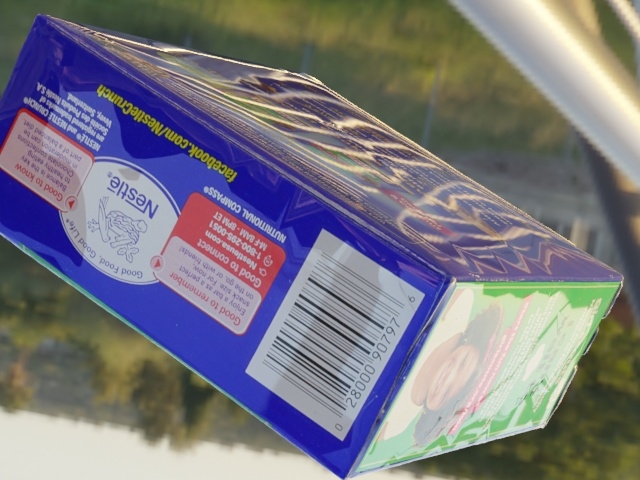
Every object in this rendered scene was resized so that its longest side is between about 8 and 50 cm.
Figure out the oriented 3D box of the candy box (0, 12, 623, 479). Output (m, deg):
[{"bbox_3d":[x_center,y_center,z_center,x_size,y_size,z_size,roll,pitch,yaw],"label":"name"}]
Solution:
[{"bbox_3d":[0.000,0.000,0.923,0.268,0.122,0.317,34,-166,22],"label":"candy box"}]
